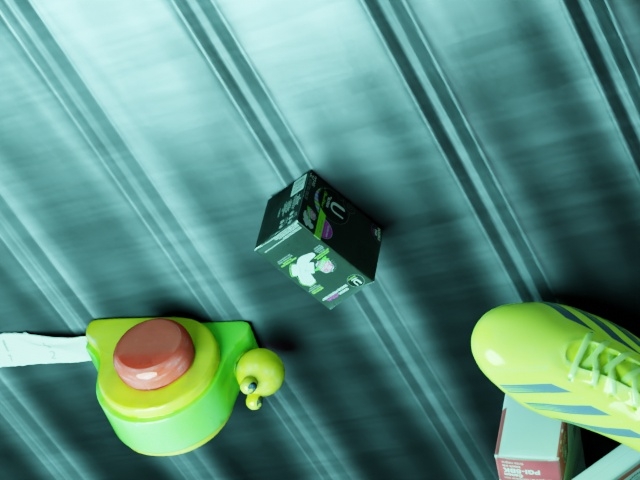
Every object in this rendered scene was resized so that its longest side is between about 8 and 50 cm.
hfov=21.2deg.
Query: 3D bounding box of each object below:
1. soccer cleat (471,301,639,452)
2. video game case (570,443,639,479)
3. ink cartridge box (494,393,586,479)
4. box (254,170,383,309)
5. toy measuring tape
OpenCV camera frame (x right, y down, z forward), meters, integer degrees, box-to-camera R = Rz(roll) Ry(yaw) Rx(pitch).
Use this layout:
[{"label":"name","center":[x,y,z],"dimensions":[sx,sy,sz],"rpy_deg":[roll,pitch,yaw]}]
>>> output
[{"label":"soccer cleat","center":[0.257,0.123,1.327],"dimensions":[0.289,0.093,0.121],"rpy_deg":[27,172,-2]},{"label":"video game case","center":[0.264,0.282,1.477],"dimensions":[0.204,0.025,0.285],"rpy_deg":[-32,134,-18]},{"label":"ink cartridge box","center":[0.188,0.190,1.445],"dimensions":[0.056,0.099,0.135],"rpy_deg":[1,133,16]},{"label":"box","center":[0.000,0.000,1.331],"dimensions":[0.083,0.062,0.052],"rpy_deg":[40,129,-23]},{"label":"toy measuring tape","center":[-0.191,0.129,1.472],"dimensions":[0.330,0.121,0.121],"rpy_deg":[-3,133,17]}]
